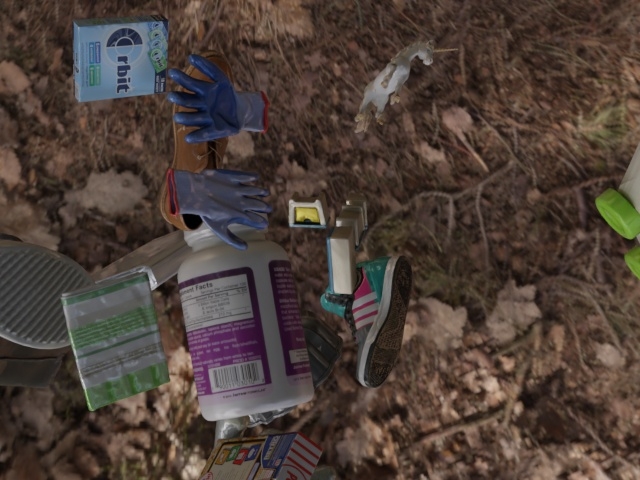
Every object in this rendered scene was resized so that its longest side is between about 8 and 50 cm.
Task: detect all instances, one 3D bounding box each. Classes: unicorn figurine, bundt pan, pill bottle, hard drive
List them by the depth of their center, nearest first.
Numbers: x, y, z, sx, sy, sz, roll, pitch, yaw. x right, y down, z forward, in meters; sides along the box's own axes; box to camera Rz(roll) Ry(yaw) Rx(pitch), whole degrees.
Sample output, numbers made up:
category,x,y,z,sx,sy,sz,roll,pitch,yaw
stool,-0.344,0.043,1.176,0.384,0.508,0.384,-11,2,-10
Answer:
category,x,y,z,sx,sy,sz,roll,pitch,yaw
unicorn figurine,0.103,-0.224,1.267,0.162,0.111,0.060,-25,120,37
pill bottle,-0.116,0.100,1.316,0.169,0.169,0.302,-10,82,-2
hard drive,-0.314,0.039,1.687,0.233,0.353,0.047,-18,100,25
bundt pan,-0.111,0.288,2.180,0.330,0.331,0.124,-34,107,10

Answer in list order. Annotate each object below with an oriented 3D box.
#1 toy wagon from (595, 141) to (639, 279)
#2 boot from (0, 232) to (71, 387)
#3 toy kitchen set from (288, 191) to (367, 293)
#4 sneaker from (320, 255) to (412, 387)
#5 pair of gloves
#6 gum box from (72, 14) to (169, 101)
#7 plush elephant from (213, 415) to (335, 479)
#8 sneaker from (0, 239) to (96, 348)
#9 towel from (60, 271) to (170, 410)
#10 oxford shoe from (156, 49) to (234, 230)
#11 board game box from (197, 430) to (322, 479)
category,x,y,z,sx,sy,sz,roll,pitch,yaw
toy wagon,0.451,-0.053,0.983,0.267,0.068,0.344,-40,135,4
boot,-0.672,0.171,2.022,0.146,0.445,0.367,42,94,21
toy kitchen set,0.000,0.000,1.784,0.166,0.207,0.122,2,117,14
sneaker,0.080,0.168,1.936,0.178,0.296,0.124,-1,151,34
pair of gloves,-0.101,-0.089,0.935,0.023,0.159,0.198,-7,84,35
gum box,-0.396,-0.362,1.786,0.184,0.041,0.157,-12,127,-31
plush elephant,-0.086,0.511,1.744,0.255,0.330,0.272,8,153,24
sneaker,-0.453,0.050,1.145,0.366,0.150,0.135,23,80,-52
towel,-0.254,0.123,1.119,0.113,0.023,0.152,-16,103,-28
oxford shoe,-0.132,-0.111,1.039,0.076,0.076,0.212,4,106,-30
board game box,-0.096,0.312,1.103,0.045,0.147,0.193,41,147,-21
